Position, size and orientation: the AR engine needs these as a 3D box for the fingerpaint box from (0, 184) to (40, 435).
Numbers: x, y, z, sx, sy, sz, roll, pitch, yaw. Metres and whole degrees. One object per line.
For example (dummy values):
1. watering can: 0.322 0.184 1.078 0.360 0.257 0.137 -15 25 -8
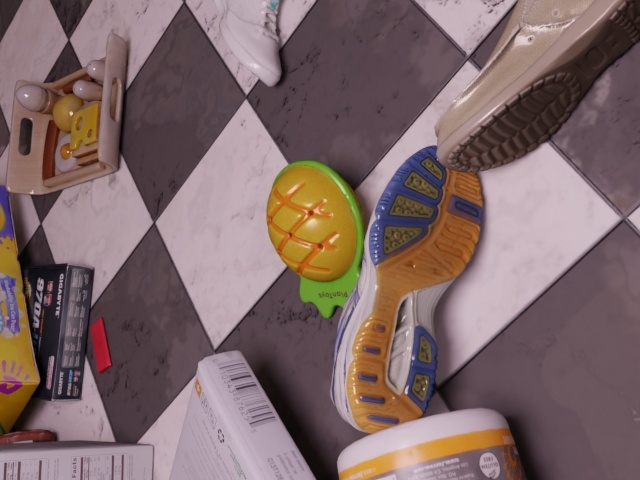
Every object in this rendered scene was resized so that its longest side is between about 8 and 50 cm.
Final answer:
1. fingerpaint box: -0.663 0.167 1.304 0.371 0.163 0.445 -50 48 31

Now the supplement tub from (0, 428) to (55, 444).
1. supplement tub: -0.462 0.403 1.161 0.106 0.106 0.198 -29 63 34

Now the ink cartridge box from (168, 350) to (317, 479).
1. ink cartridge box: -0.079 0.338 0.833 0.304 0.072 0.307 51 139 35

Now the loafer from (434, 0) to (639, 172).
1. loafer: 0.206 -0.173 0.692 0.268 0.102 0.092 -43 54 16

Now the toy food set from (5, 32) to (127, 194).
1. toy food set: -0.447 -0.212 1.284 0.306 0.092 0.220 -9 75 41

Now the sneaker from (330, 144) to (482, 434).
1. sneaker: 0.070 0.044 0.755 0.296 0.111 0.131 -69 12 -15

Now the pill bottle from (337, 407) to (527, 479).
1. pill bottle: 0.120 0.296 0.623 0.162 0.162 0.278 -31 62 34

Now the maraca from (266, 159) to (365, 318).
1. maraca: 0.000 0.000 0.841 0.127 0.099 0.186 -8 102 43

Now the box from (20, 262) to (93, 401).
1. box: -0.457 0.153 1.244 0.175 0.051 0.220 -4 78 43

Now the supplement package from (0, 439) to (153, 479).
1. supplement package: -0.394 0.376 0.998 0.199 0.262 0.198 -11 74 41

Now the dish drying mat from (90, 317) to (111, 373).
1. dish drying mat: -0.346 0.166 1.173 0.032 0.008 0.083 -37 58 30

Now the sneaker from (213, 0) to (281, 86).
1. sneaker: -0.084 -0.303 0.995 0.094 0.080 0.212 -33 59 19
